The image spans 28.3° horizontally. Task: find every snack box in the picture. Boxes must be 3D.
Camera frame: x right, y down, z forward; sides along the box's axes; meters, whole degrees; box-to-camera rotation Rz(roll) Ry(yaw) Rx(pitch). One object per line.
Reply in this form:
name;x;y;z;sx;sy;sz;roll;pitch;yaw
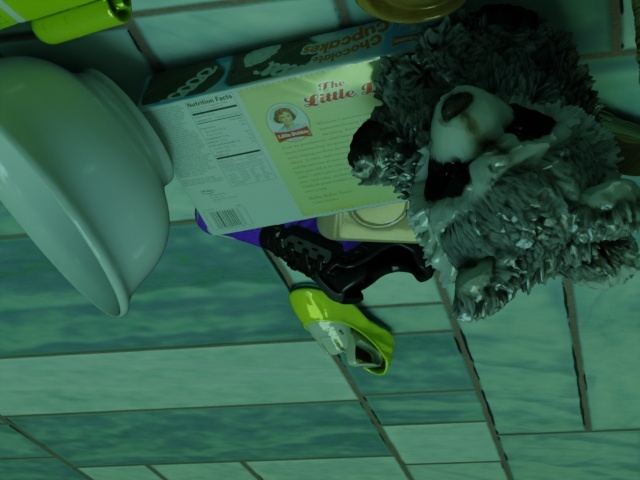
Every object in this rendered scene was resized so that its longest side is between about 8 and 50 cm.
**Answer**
snack box;0.003;-0.111;1.254;0.322;0.060;0.187;-10;134;19

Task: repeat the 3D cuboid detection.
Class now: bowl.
bowl;-0.240;-0.076;1.255;0.134;0.298;0.298;-39;161;-18

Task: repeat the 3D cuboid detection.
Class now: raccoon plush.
raccoon plush;0.226;-0.018;1.089;0.446;0.299;0.216;24;116;-35

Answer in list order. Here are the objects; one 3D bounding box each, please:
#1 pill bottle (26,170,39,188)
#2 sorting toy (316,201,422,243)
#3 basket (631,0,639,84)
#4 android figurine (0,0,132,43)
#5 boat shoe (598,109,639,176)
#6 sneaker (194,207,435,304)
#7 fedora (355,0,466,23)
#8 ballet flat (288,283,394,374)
pill bottle;-0.275;-0.053;1.435;0.137;0.078;0.078;18;150;-30
sorting toy;0.104;-0.077;1.347;0.208;0.038;0.193;5;129;0
basket;0.386;-0.106;1.002;0.213;0.299;0.223;-12;150;30
android figurine;-0.271;-0.249;1.062;0.273;0.056;0.248;-12;151;22
boat shoe;0.310;-0.108;1.332;0.153;0.048;0.056;12;141;-35
sneaker;0.000;0.000;1.445;0.293;0.146;0.102;0;155;1
fedora;0.069;-0.235;1.037;0.194;0.079;0.194;2;154;1
ballet flat;0.035;0.134;1.799;0.077;0.077;0.231;-14;150;31
